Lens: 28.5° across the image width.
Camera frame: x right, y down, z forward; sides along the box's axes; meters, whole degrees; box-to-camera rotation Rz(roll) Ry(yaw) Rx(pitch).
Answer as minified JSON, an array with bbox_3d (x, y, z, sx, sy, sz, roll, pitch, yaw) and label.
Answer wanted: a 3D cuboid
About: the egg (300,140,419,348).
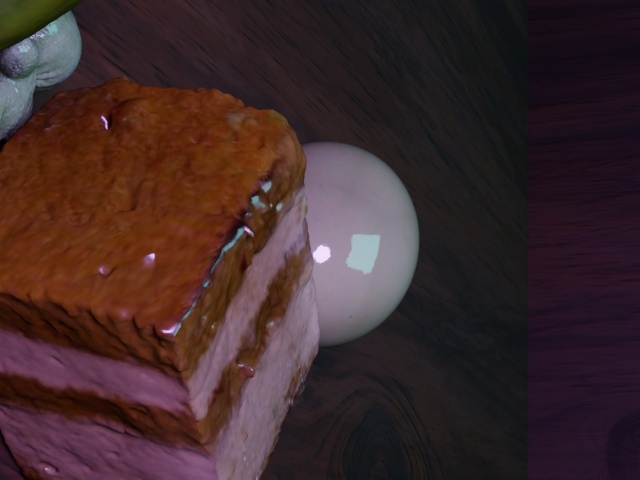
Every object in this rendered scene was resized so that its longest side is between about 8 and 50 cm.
[{"bbox_3d":[0.000,0.000,1.184,0.241,0.186,0.186,-69,149,-65],"label":"egg"}]

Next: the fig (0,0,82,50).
[{"bbox_3d":[-0.198,-0.193,0.727,0.191,0.181,0.181,-68,153,-8],"label":"fig"}]

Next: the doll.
[{"bbox_3d":[-0.211,-0.105,0.821,0.115,0.077,0.150,117,-4,-59],"label":"doll"}]

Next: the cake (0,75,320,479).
[{"bbox_3d":[-0.107,0.062,0.854,0.293,0.196,0.198,79,27,-44],"label":"cake"}]
